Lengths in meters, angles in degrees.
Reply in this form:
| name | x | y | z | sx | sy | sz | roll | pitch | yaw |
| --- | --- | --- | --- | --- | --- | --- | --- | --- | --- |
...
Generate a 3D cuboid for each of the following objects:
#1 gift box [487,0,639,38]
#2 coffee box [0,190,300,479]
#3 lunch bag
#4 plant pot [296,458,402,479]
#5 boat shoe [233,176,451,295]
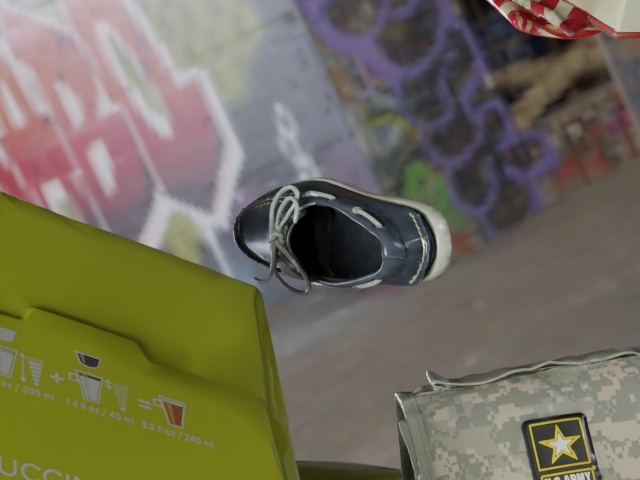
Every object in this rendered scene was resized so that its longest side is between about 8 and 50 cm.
| name | x | y | z | sx | sy | sz | roll | pitch | yaw |
| --- | --- | --- | --- | --- | --- | --- | --- | --- | --- |
| gift box | 0.224 | -0.241 | 1.203 | 0.255 | 0.258 | 0.276 | -2 | 28 | -26 |
| coffee box | -0.238 | 0.199 | 1.394 | 0.334 | 0.338 | 0.338 | -54 | 29 | 29 |
| lunch bag | 0.191 | 0.231 | 1.581 | 0.235 | 0.287 | 0.169 | -10 | 12 | -6 |
| plant pot | -0.045 | 0.325 | 1.971 | 0.294 | 0.274 | 0.275 | 14 | 31 | 36 |
| boat shoe | 0.000 | 0.000 | 1.685 | 0.079 | 0.095 | 0.254 | -7 | 13 | -39 |
